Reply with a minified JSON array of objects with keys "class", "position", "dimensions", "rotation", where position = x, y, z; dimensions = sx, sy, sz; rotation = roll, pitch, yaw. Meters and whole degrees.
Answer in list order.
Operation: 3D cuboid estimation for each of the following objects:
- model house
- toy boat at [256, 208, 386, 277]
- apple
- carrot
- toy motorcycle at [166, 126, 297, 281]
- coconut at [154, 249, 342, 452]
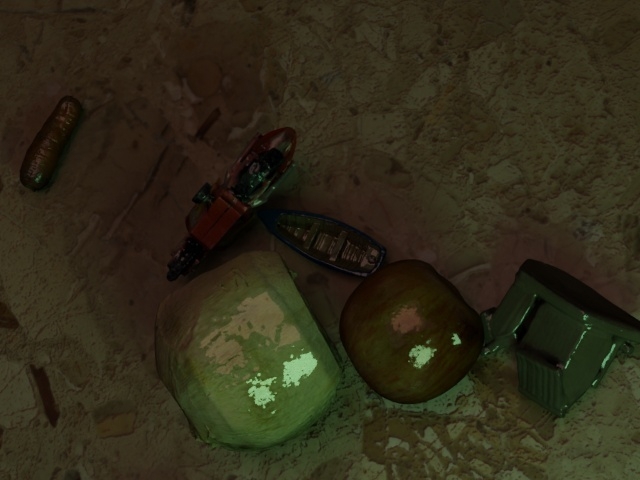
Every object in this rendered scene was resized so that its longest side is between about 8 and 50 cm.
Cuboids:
[{"class":"model house","position":[0.343,0.146,1.718],"dimensions":[0.229,0.122,0.188],"rotation":[36,97,35]},{"class":"toy boat","position":[0.000,0.000,1.882],"dimensions":[0.228,0.046,0.080],"rotation":[21,80,19]},{"class":"apple","position":[0.135,0.136,1.720],"dimensions":[0.188,0.211,0.211],"rotation":[-40,68,8]},{"class":"carrot","position":[-0.478,-0.175,2.050],"dimensions":[0.060,0.060,0.186],"rotation":[18,76,18]},{"class":"toy motorcycle","position":[-0.150,-0.055,1.856],"dimensions":[0.089,0.171,0.298],"rotation":[43,117,0]},{"class":"coconut","position":[-0.113,0.174,1.730],"dimensions":[0.254,0.297,0.297],"rotation":[-29,69,2]}]
